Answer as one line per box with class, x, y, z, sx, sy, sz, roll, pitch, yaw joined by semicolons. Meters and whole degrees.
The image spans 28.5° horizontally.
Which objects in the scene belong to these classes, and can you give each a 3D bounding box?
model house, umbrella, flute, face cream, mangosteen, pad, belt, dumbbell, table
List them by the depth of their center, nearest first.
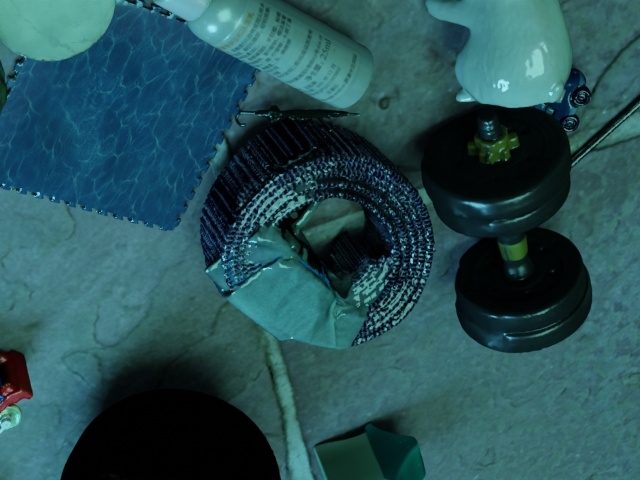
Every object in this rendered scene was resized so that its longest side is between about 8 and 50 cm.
table;-0.276;-0.251;1.275;0.133;0.043;0.133;-8;122;-12
face cream;-0.063;-0.229;1.372;0.269;0.082;0.082;24;112;-35
pad;-0.224;-0.144;1.411;0.269;0.012;0.270;14;118;-31
umbrella;-0.028;-0.148;1.453;0.148;0.022;0.022;-4;99;13
belt;0.000;0.000;1.551;0.260;0.122;0.325;-44;133;3
dumbbell;0.241;-0.011;1.602;0.185;0.185;0.388;-24;131;-6
mangosteen;-0.177;0.322;1.620;0.313;0.297;0.297;-37;145;-47
flute;0.366;-0.131;1.680;0.269;0.014;0.014;-43;130;11
model house;0.080;0.346;1.839;0.149;0.127;0.100;-21;131;-3

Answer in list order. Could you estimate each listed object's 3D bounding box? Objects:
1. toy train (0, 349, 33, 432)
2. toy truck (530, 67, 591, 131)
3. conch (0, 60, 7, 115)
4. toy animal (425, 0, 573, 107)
toy train;-0.453;0.215;1.535;0.204;0.083;0.131;-45;128;12
toy truck;0.303;-0.203;1.570;0.074;0.063;0.136;15;119;-8
conch;-0.409;-0.157;1.198;0.220;0.195;0.277;11;119;-32
toy animal;0.203;-0.292;1.423;0.140;0.138;0.282;-23;108;-17
